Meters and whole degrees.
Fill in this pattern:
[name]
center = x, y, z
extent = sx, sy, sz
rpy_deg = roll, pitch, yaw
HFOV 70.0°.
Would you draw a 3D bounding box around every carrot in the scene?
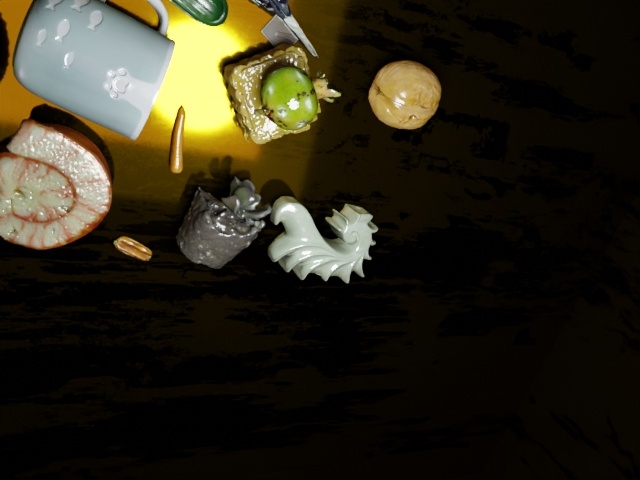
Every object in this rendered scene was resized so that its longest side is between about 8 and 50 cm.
[carrot]
center = -0.397, -0.280, 1.276
extent = 0.037, 0.037, 0.190
rpy_deg = 2, 115, -23

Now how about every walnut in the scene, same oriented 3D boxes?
[walnut]
center = 0.257, -0.434, 1.371
extent = 0.221, 0.195, 0.196
rpy_deg = 9, 113, -28

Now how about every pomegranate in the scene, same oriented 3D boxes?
[pomegranate]
center = -0.060, -0.366, 1.164
extent = 0.220, 0.156, 0.156
rpy_deg = -33, 134, -47

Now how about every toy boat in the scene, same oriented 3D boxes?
[toy boat]
center = -0.317, -0.612, 1.117
extent = 0.210, 0.052, 0.104
rpy_deg = 31, 100, -34

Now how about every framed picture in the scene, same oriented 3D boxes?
[framed picture]
center = -0.112, -0.564, 1.254
extent = 0.066, 0.007, 0.089
rpy_deg = -46, 124, 6

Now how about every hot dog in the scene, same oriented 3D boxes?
[hot dog]
center = -0.563, 0.025, 1.377
extent = 0.122, 0.037, 0.049
rpy_deg = 38, 87, -39

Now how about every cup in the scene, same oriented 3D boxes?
[cup]
center = -0.495, -0.449, 1.039
extent = 0.274, 0.259, 0.357
rpy_deg = 21, 77, -30

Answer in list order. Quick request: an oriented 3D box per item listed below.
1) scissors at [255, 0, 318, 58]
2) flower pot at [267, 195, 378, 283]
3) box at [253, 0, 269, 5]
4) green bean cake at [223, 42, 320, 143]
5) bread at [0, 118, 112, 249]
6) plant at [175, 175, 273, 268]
[scissors]
center = -0.082, -0.578, 1.198
extent = 0.300, 0.109, 0.022
rpy_deg = 38, 66, -52
[flower pot]
center = 0.000, 0.000, 1.516
extent = 0.367, 0.164, 0.254
rpy_deg = 5, 109, -25
[box]
center = -0.102, -0.767, 1.087
extent = 0.337, 0.106, 0.264
rpy_deg = -48, 124, 7
[green bean cake]
center = -0.135, -0.402, 1.260
extent = 0.229, 0.131, 0.224
rpy_deg = -25, 126, -12
[bread]
center = -0.707, -0.132, 1.183
extent = 0.327, 0.114, 0.295
rpy_deg = -43, 126, 3
[plant]
center = -0.288, -0.062, 1.345
extent = 0.188, 0.199, 0.276
rpy_deg = 32, 109, -36
